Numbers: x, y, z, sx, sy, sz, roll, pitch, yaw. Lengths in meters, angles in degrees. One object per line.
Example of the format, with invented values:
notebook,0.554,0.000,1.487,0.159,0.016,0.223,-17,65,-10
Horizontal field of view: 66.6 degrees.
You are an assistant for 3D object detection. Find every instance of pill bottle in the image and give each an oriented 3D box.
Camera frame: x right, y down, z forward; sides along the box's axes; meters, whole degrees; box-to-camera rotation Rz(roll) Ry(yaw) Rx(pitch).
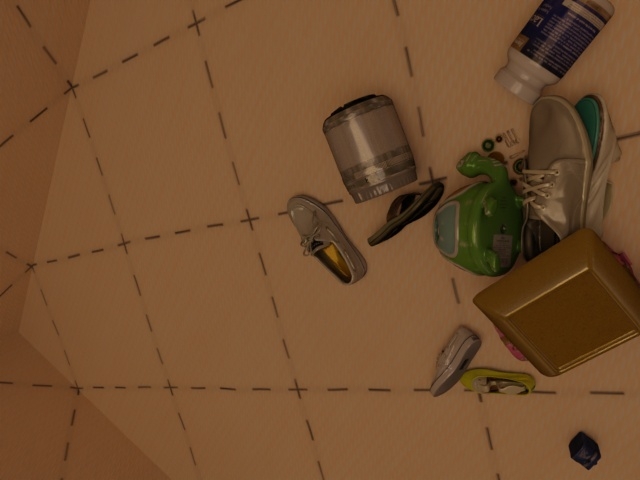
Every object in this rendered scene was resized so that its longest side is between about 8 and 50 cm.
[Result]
pill bottle,0.561,-0.479,1.195,0.153,0.153,0.265,40,118,12

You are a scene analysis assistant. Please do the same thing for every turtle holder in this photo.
turtle holder,0.424,-0.062,1.341,0.227,0.243,0.321,5,122,53

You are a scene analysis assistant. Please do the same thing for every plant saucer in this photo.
plant saucer,0.612,0.186,1.204,0.332,0.081,0.332,44,116,-14

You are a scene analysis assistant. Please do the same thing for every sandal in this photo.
sandal,0.246,-0.088,1.500,0.302,0.120,0.086,-39,72,31

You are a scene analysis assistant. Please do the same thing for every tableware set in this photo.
tableware set,0.522,-0.226,1.365,0.104,0.024,0.154,-25,93,31

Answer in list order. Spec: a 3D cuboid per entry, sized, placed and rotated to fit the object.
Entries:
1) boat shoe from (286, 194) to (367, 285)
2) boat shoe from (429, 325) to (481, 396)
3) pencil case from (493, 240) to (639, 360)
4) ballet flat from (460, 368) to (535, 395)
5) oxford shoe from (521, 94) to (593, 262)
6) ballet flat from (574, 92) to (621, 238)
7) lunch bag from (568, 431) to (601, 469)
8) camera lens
boat shoe,-0.005,0.006,1.627,0.136,0.156,0.367,-40,85,30
boat shoe,0.421,0.391,1.573,0.084,0.095,0.258,49,118,43
pencil case,0.661,0.171,1.328,0.160,0.167,0.386,37,120,-11
ballet flat,0.546,0.449,1.522,0.230,0.077,0.077,-5,103,29
oxford shoe,0.568,-0.131,1.213,0.169,0.129,0.450,-163,67,-67
ballet flat,0.691,-0.170,1.247,0.139,0.139,0.401,9,112,25
lunch bag,0.785,0.625,1.440,0.065,0.098,0.067,33,112,12
camera lens,0.145,-0.270,1.432,0.219,0.219,0.275,-19,96,30
